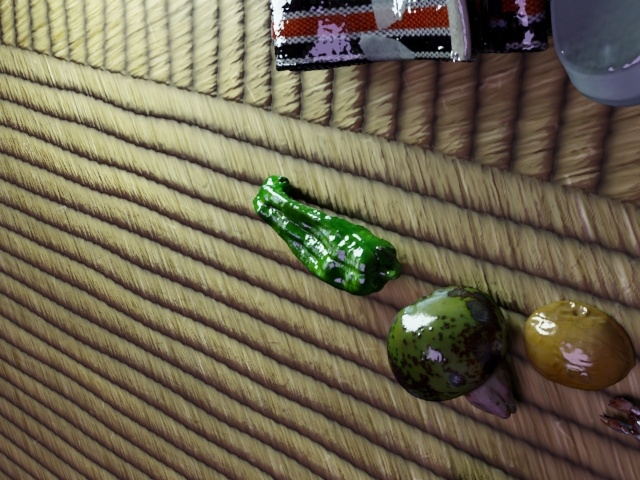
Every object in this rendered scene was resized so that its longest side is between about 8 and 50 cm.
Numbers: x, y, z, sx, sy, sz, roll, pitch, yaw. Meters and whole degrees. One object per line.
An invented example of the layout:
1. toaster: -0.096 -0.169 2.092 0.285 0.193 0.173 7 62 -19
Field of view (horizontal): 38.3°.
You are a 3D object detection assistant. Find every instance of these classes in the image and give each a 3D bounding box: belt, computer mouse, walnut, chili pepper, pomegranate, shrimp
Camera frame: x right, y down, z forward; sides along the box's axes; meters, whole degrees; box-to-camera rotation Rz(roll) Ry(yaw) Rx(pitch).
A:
1. belt: 0.081 -0.226 0.939 0.359 0.126 0.094 7 114 47
2. computer mouse: 0.264 -0.230 0.790 0.128 0.079 0.231 4 91 43
3. walnut: 0.253 0.111 0.936 0.121 0.052 0.091 14 111 38
4. chili pepper: 0.004 -0.004 1.115 0.257 0.074 0.100 31 124 33
5. pomegranate: 0.151 0.120 1.007 0.138 0.163 0.126 -37 39 30
6. shrimp: 0.318 0.181 0.915 0.092 0.029 0.038 17 117 43
